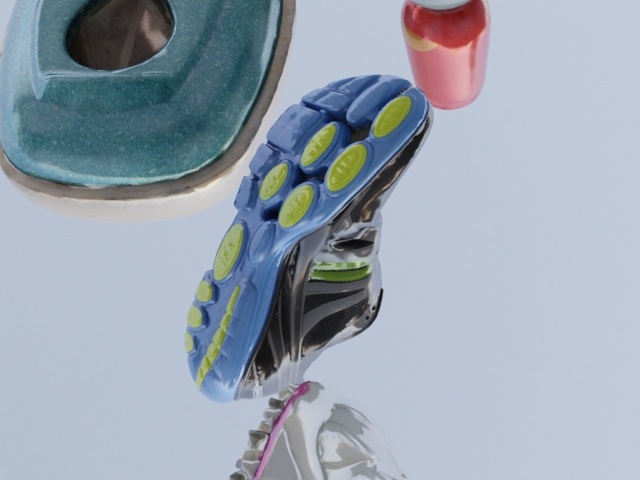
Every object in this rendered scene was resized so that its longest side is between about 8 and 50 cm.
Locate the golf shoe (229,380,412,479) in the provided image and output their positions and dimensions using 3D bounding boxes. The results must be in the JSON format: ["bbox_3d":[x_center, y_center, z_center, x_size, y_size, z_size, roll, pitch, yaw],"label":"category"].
[{"bbox_3d":[0.016,0.141,0.524,0.140,0.306,0.115,21,-76,0],"label":"golf shoe"}]

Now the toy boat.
[{"bbox_3d":[-0.049,-0.140,0.905,0.318,0.148,0.267,-3,-128,7],"label":"toy boat"}]

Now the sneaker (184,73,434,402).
[{"bbox_3d":[0.000,0.000,0.689,0.078,0.188,0.067,7,-146,-36],"label":"sneaker"}]
